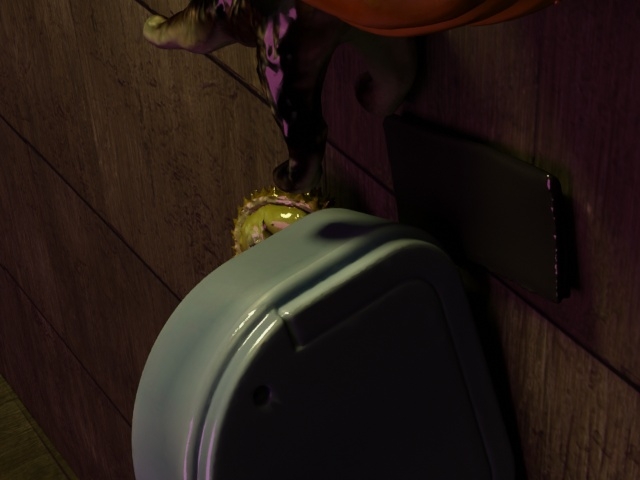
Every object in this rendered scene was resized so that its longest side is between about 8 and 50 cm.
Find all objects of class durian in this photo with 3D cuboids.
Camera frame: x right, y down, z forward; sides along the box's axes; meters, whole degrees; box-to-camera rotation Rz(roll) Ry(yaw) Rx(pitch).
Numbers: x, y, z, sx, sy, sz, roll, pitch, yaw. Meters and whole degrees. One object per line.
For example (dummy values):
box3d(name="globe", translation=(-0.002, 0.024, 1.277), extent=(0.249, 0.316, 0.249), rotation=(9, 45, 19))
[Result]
box3d(name="durian", translation=(0.000, 0.000, 1.452), extent=(0.208, 0.102, 0.146), rotation=(14, 130, 31))

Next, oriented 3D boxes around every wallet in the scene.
box3d(name="wallet", translation=(0.139, -0.036, 1.215), extent=(0.244, 0.025, 0.124), rotation=(30, 137, 54))

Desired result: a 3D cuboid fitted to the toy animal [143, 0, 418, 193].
box3d(name="toy animal", translation=(-0.050, -0.262, 1.212), extent=(0.344, 0.194, 0.302), rotation=(43, 152, 35))

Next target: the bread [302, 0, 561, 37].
box3d(name="bread", translation=(0.036, -0.277, 0.911), extent=(0.211, 0.270, 0.315), rotation=(-28, 87, 53))

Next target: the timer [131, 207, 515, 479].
box3d(name="timer", translation=(-0.015, 0.185, 1.282), extent=(0.173, 0.395, 0.395), rotation=(21, 130, 53))
